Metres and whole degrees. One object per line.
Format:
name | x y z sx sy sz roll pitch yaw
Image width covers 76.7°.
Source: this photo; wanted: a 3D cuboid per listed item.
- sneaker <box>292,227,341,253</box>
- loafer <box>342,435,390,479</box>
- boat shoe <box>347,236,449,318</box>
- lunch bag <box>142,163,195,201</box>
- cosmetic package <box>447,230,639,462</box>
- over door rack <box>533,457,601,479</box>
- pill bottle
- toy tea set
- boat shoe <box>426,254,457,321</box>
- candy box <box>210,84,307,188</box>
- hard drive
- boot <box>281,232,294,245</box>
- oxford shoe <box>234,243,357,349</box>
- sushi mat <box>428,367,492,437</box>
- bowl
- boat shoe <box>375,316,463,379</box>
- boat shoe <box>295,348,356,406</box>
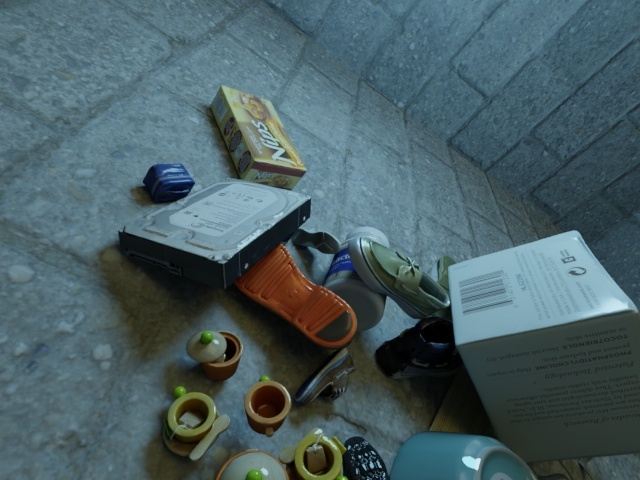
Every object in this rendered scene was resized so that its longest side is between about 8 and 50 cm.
sneaker | 0.000 0.000 1.039 0.152 0.053 0.061 18 5 40
loafer | 0.094 0.455 0.699 0.076 0.078 0.223 -7 38 -21
boat shoe | 0.178 0.075 0.894 0.302 0.094 0.109 38 38 -35
lunch bag | -0.328 -0.124 0.892 0.099 0.067 0.065 -17 66 -52
cosmetic package | 0.532 0.252 0.967 0.393 0.328 0.329 61 24 -21
over door rack | 0.662 0.627 1.051 0.240 0.108 0.324 42 21 -2
pill bottle | 0.097 0.084 1.011 0.153 0.153 0.264 36 35 -9
toy tea set | -0.116 0.257 0.590 0.200 0.124 0.336 -27 52 -38
boat shoe | 0.356 0.164 1.217 0.113 0.103 0.302 40 35 0
candy box | -0.186 -0.303 1.193 0.183 0.087 0.316 2 53 -43
hard drive | -0.195 -0.038 0.836 0.237 0.064 0.339 15 31 20
boot | -0.129 -0.082 1.022 0.190 0.086 0.069 48 36 6
oxford shoe | -0.083 0.109 0.869 0.364 0.132 0.130 41 72 19
sushi mat | 0.353 0.452 0.992 0.151 0.019 0.317 49 36 10
bowl | 0.301 0.498 0.751 0.312 0.163 0.311 21 44 -22
boat shoe | 0.310 0.265 1.022 0.341 0.158 0.127 3 52 -42
boat shoe | 0.022 0.280 0.811 0.066 0.066 0.183 51 36 8
